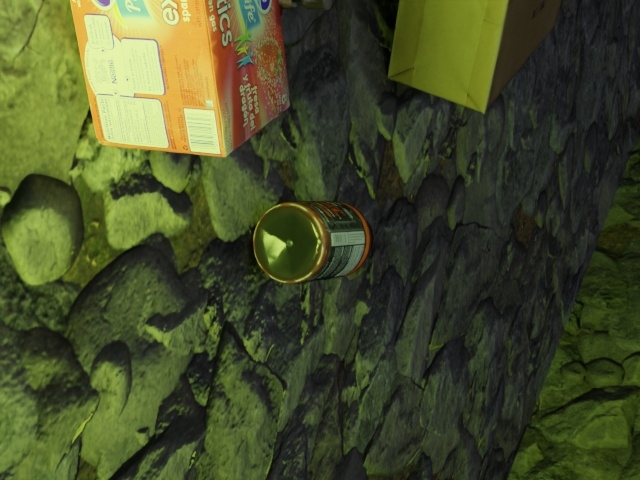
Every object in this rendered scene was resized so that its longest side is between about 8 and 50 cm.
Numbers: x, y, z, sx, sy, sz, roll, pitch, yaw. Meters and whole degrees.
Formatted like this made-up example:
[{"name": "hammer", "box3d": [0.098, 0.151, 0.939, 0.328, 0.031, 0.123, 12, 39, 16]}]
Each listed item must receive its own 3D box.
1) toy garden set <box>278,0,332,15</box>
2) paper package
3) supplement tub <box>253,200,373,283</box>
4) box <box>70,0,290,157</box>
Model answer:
[{"name": "toy garden set", "box3d": [-0.024, -0.371, 1.384, 0.244, 0.049, 0.204, -11, 106, -64]}, {"name": "paper package", "box3d": [0.259, -0.406, 1.720, 0.325, 0.168, 0.309, -49, 155, -41]}, {"name": "supplement tub", "box3d": [0.000, 0.000, 1.482, 0.198, 0.106, 0.106, -5, 102, -65]}, {"name": "box", "box3d": [-0.138, -0.244, 1.063, 0.142, 0.154, 0.300, -47, 137, -53]}]
